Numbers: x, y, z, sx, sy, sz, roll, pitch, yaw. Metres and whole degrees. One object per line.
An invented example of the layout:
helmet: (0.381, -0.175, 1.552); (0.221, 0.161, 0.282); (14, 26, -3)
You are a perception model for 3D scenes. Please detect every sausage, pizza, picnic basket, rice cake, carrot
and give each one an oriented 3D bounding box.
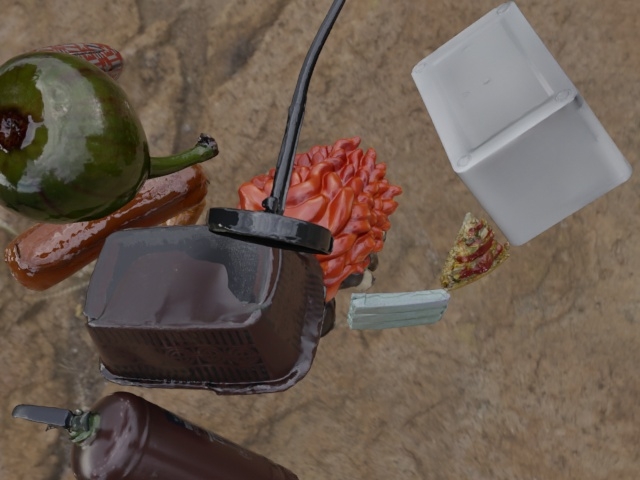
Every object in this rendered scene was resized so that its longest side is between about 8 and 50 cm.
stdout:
sausage: (-0.323, -0.033, 1.339); (0.330, 0.102, 0.102); (-30, 63, -8)
pizza: (0.338, 0.020, 1.919); (0.188, 0.198, 0.062); (-31, 46, -15)
picnic basket: (-0.150, 0.068, 1.100); (0.297, 0.129, 0.222); (-1, 56, 15)
rice cake: (0.163, 0.143, 1.842); (0.211, 0.124, 0.038); (-5, 59, -8)
carrot: (-0.273, 0.004, 1.587); (0.061, 0.061, 0.256); (37, 109, 25)

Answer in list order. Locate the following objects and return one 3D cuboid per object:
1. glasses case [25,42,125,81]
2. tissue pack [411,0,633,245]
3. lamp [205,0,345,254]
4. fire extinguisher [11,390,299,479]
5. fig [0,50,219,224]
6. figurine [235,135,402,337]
glasses case: (-0.269, -0.170, 0.913); (0.049, 0.194, 0.073); (46, 109, -2)
tissue pack: (0.225, -0.143, 1.036); (0.159, 0.136, 0.246); (-34, 37, 18)
lamp: (-0.011, -0.145, 0.828); (0.130, 0.108, 0.371); (11, 64, -4)
fire extinguisher: (-0.184, 0.261, 1.027); (0.135, 0.337, 0.114); (-15, 49, 44)
fig: (-0.208, -0.083, 0.840); (0.152, 0.259, 0.151); (-2, 85, 23)
figurine: (-0.002, 0.008, 1.440); (0.241, 0.411, 0.306); (37, 73, 21)
